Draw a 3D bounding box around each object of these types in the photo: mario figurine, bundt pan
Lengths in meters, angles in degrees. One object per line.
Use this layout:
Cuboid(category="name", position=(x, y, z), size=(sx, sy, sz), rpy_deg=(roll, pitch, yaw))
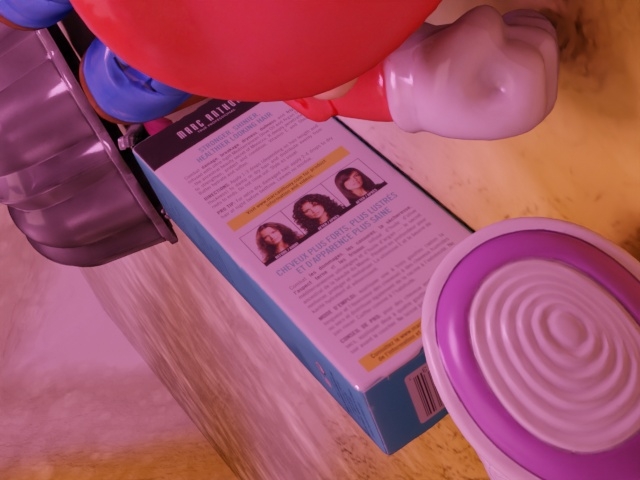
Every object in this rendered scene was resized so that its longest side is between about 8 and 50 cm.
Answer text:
Cuboid(category="mario figurine", position=(-0.023, -0.124, 0.460), size=(0.320, 0.198, 0.170), rpy_deg=(-174, 91, -67))
Cuboid(category="bundt pan", position=(-0.269, -0.110, 1.214), size=(0.331, 0.124, 0.331), rpy_deg=(59, 177, 5))

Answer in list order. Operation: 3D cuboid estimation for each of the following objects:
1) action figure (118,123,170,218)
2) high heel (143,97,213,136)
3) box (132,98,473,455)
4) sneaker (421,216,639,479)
Cuboid(category="action figure", position=(-0.129, -0.070, 1.083), size=(0.137, 0.063, 0.232), rpy_deg=(57, 171, -15))
Cuboid(category="high heel", position=(-0.107, -0.127, 0.817), size=(0.117, 0.082, 0.244), rpy_deg=(37, 172, 27))
Cuboid(category="box", position=(0.000, 0.000, 0.690), size=(0.244, 0.100, 0.060), rpy_deg=(44, 163, 43))
Cuboid(category="sneaker", position=(0.153, 0.125, 0.490), size=(0.305, 0.114, 0.152), rpy_deg=(58, -179, 12))
